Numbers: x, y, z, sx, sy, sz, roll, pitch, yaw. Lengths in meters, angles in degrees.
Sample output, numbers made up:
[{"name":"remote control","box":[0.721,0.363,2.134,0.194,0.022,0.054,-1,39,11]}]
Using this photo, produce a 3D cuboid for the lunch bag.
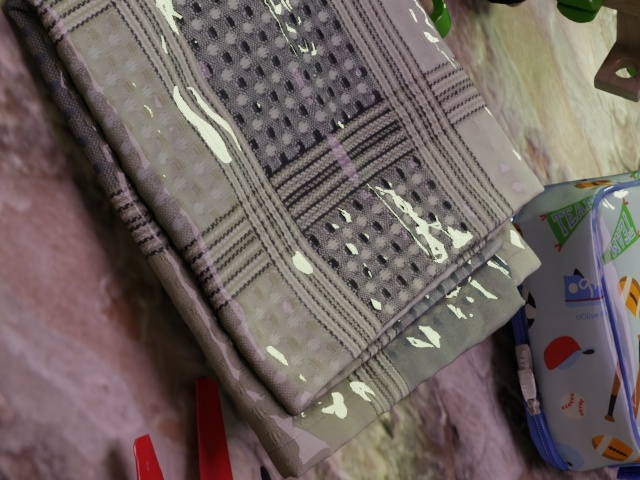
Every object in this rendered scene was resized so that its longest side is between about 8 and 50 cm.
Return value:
[{"name":"lunch bag","box":[0.252,0.066,1.263,0.303,0.115,0.243,-11,91,-56]}]

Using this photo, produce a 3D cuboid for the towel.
[{"name":"towel","box":[0.000,-0.059,0.936,0.312,0.056,0.324,-35,96,-48]}]

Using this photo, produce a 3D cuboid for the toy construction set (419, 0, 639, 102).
[{"name":"toy construction set","box":[0.214,-0.259,1.253,0.237,0.257,0.308,61,27,-54]}]

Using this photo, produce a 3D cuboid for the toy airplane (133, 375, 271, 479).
[{"name":"toy airplane","box":[-0.070,0.145,0.863,0.151,0.028,0.151,24,59,-48]}]
